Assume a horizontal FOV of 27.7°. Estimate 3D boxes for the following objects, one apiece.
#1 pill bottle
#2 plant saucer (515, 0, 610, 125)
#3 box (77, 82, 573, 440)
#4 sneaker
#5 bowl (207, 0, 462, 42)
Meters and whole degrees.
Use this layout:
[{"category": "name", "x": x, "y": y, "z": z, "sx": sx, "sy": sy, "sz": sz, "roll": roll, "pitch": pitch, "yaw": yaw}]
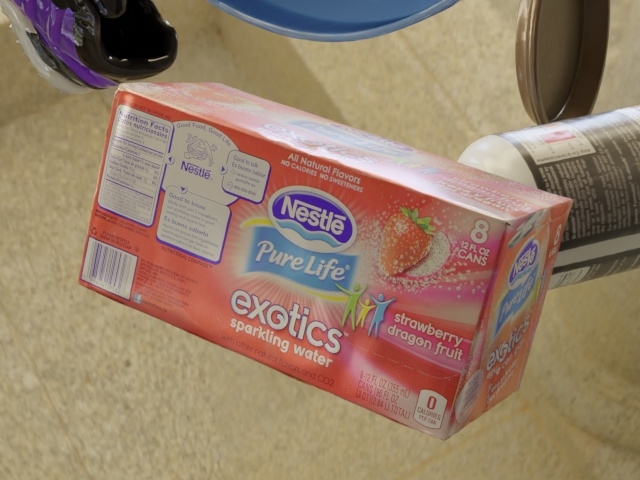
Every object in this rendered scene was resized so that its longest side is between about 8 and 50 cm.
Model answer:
[{"category": "pill bottle", "x": 0.225, "y": -0.034, "z": 1.260, "sx": 0.278, "sy": 0.162, "sz": 0.162, "roll": -12, "pitch": -119, "yaw": -18}, {"category": "plant saucer", "x": 0.305, "y": -0.262, "z": 1.640, "sx": 0.041, "sy": 0.278, "sz": 0.278, "roll": 8, "pitch": -122, "yaw": 28}, {"category": "box", "x": 0.000, "y": 0.000, "z": 0.902, "sx": 0.300, "sy": 0.154, "sz": 0.142, "roll": 20, "pitch": -164, "yaw": 24}, {"category": "sneaker", "x": -0.203, "y": -0.224, "z": 0.973, "sx": 0.146, "sy": 0.293, "sz": 0.102, "roll": 8, "pitch": -119, "yaw": 39}, {"category": "bowl", "x": -0.013, "y": -0.301, "z": 0.688, "sx": 0.391, "sy": 0.391, "sz": 0.077, "roll": 39, "pitch": -131, "yaw": 19}]
